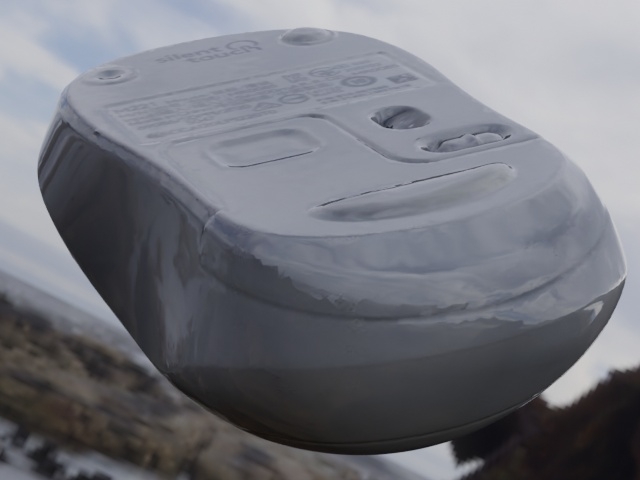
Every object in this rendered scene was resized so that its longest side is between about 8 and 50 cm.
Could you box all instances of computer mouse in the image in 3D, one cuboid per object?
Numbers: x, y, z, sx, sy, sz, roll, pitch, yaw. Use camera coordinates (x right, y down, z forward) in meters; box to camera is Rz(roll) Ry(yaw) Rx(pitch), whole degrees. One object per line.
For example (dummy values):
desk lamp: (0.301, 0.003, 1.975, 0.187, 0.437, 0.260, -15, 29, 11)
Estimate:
computer mouse: (0.000, 0.000, 0.637, 0.184, 0.121, 0.297, -18, 25, -23)
